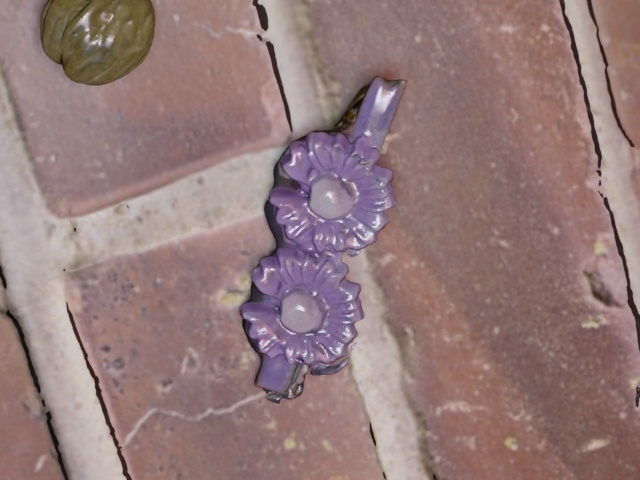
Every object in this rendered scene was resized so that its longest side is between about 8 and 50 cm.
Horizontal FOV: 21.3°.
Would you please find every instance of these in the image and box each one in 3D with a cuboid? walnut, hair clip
[{"bbox_3d":[-0.168,-0.162,1.292,0.092,0.092,0.092,-3,102,-15],"label":"walnut"},{"bbox_3d":[0.000,0.000,1.381,0.106,0.084,0.292,17,101,0],"label":"hair clip"}]
